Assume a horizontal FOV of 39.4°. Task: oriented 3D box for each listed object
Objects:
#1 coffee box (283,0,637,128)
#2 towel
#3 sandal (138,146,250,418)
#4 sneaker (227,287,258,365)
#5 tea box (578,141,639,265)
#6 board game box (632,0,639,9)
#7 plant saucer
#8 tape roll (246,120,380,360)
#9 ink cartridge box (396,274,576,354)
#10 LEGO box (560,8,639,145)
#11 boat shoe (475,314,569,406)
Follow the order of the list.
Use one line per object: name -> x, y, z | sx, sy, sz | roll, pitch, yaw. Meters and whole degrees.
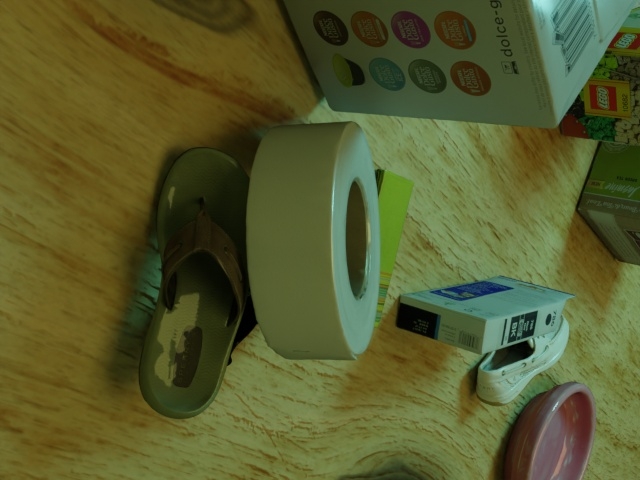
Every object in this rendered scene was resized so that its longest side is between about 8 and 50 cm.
coffee box -> 0.166, -0.376, 1.073 | 0.338, 0.335, 0.337 | -53, 136, -29
towel -> 0.087, 0.015, 1.357 | 0.102, 0.021, 0.237 | 16, 88, -58
sandal -> -0.126, 0.045, 0.982 | 0.120, 0.086, 0.302 | 8, 80, -14
sneaker -> -0.087, 0.066, 1.090 | 0.234, 0.097, 0.084 | -58, 139, -22
tea box -> 0.769, -0.129, 1.994 | 0.329, 0.220, 0.323 | 36, 72, -50
board game box -> 0.501, -0.571, 1.552 | 0.305, 0.053, 0.192 | 55, 21, -50
plant saucer -> 0.495, 0.462, 1.952 | 0.332, 0.084, 0.331 | -21, 118, -47
tape roll -> 0.000, 0.000, 1.084 | 0.286, 0.100, 0.286 | -1, 90, -77
ink cartridge box -> 0.291, 0.121, 1.523 | 0.333, 0.165, 0.065 | -7, 106, -49
LEGO box -> 0.747, -0.387, 1.761 | 0.500, 0.373, 0.193 | -43, 132, -34
boat shoe -> 0.398, 0.205, 1.737 | 0.277, 0.098, 0.096 | -39, 130, -36
